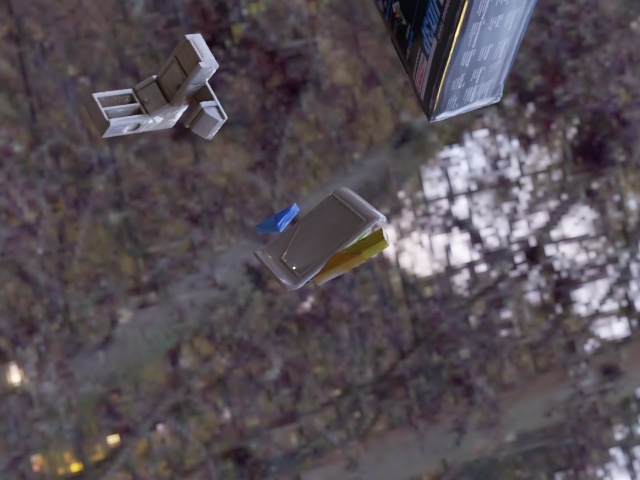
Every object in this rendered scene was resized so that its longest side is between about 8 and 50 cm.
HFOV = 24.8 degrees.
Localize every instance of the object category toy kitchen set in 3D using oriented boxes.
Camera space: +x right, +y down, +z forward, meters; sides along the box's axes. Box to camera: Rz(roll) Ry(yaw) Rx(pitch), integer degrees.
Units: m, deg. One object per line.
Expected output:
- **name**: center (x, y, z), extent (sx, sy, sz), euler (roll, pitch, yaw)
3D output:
- **toy kitchen set**: center (-0.125, -0.108, 1.148), extent (0.083, 0.075, 0.068), euler (-46, -113, 41)

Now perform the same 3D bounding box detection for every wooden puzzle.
- **wooden puzzle**: center (0.000, 0.000, 0.861), extent (0.014, 0.078, 0.116), euler (56, 1, -25)

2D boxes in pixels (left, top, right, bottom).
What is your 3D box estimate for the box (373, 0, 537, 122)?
- **box**: center (0.059, -0.190, 0.784), extent (0.220, 0.051, 0.175), euler (98, -29, -68)
